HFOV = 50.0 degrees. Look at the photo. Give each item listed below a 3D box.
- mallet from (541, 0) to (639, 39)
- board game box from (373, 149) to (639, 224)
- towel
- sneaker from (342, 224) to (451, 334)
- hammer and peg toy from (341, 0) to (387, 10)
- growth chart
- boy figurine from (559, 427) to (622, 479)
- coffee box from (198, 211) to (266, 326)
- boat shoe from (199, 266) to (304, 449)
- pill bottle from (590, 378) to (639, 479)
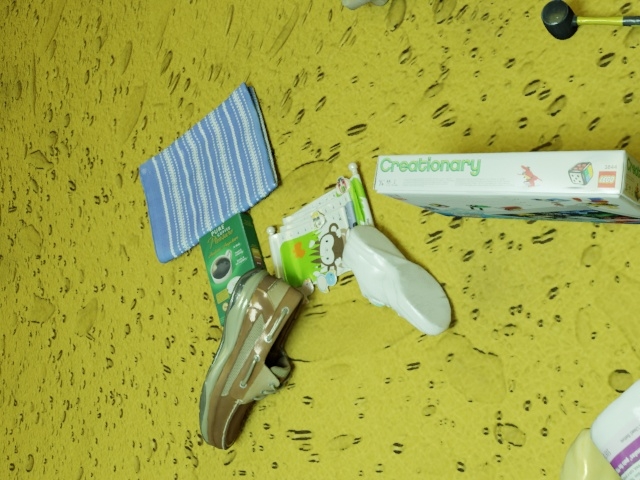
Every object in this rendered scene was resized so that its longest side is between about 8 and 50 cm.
[{"bbox_3d":[0.386,-0.281,0.890,0.190,0.062,0.039,12,91,25],"label":"mallet"},{"bbox_3d":[0.246,-0.064,0.855,0.305,0.193,0.053,4,85,39],"label":"board game box"},{"bbox_3d":[-0.232,-0.127,1.345,0.336,0.040,0.243,-31,62,31],"label":"towel"},{"bbox_3d":[0.108,0.075,1.030,0.212,0.080,0.094,50,132,31],"label":"sneaker"},{"bbox_3d":[0.116,-0.576,1.098,0.266,0.127,0.361,-18,71,37],"label":"hammer and peg toy"},{"bbox_3d":[0.000,0.000,1.154,0.237,0.021,0.171,-34,63,30],"label":"growth chart"},{"bbox_3d":[0.321,0.361,0.784,0.177,0.092,0.285,-19,70,36],"label":"boy figurine"},{"bbox_3d":[-0.154,0.053,1.254,0.113,0.040,0.184,-33,63,28],"label":"coffee box"},{"bbox_3d":[-0.112,0.209,1.141,0.120,0.122,0.323,20,107,12],"label":"boat shoe"},{"bbox_3d":[0.427,0.263,0.666,0.169,0.169,0.301,-49,56,22],"label":"pill bottle"}]
